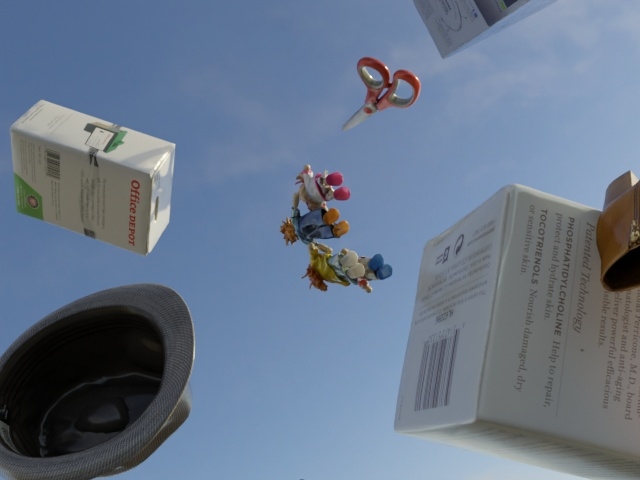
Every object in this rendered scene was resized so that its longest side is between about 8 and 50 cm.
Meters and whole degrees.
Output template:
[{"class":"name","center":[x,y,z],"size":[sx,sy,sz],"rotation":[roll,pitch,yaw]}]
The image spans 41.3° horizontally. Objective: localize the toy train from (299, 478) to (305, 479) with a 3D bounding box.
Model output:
[{"class":"toy train","center":[-0.059,0.346,1.097],"size":[0.158,0.036,0.027],"rotation":[-6,-57,-53]}]

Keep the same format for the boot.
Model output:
[{"class":"boot","center":[0.454,-0.063,1.000],"size":[0.295,0.104,0.211],"rotation":[-42,16,34]}]

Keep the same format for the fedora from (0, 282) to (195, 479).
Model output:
[{"class":"fedora","center":[-0.245,0.182,0.971],"size":[0.275,0.244,0.124],"rotation":[-23,-42,3]}]

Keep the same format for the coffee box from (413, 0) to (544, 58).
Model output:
[{"class":"coffee box","center":[0.207,-0.296,0.854],"size":[0.168,0.119,0.297],"rotation":[-29,5,-7]}]

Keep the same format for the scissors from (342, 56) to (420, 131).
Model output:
[{"class":"scissors","center":[0.095,-0.220,1.423],"size":[0.297,0.109,0.021],"rotation":[109,-173,-72]}]

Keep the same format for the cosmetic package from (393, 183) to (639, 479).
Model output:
[{"class":"cosmetic package","center":[0.362,0.162,1.260],"size":[0.393,0.328,0.329],"rotation":[16,-19,-11]}]

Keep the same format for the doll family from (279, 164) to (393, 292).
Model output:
[{"class":"doll family","center":[0.000,0.000,1.528],"size":[0.118,0.263,0.163],"rotation":[-32,11,-28]}]

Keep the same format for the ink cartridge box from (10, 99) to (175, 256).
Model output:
[{"class":"ink cartridge box","center":[-0.332,-0.090,1.250],"size":[0.093,0.219,0.160],"rotation":[-65,-8,-49]}]
